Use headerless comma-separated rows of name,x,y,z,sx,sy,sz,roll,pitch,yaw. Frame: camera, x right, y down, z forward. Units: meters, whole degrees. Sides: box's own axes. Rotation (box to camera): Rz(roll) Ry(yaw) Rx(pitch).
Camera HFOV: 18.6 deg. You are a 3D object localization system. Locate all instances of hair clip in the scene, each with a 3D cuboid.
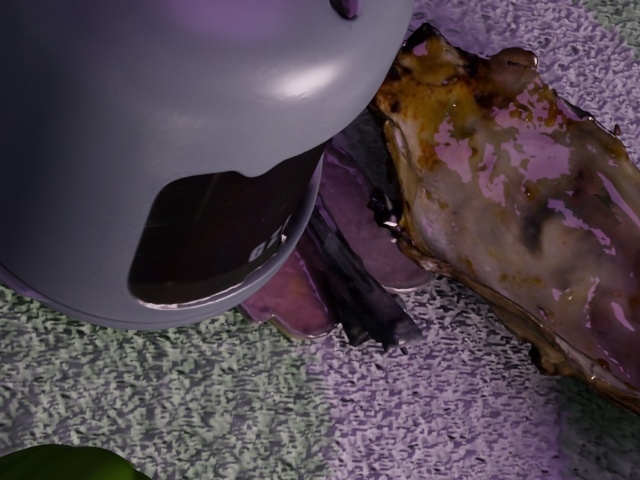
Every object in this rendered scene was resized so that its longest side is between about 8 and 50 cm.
hair clip,-0.003,0.004,1.293,0.146,0.056,0.187,-31,77,-31

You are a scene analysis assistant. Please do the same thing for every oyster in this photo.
oyster,0.170,0.005,1.349,0.361,0.096,0.221,35,54,-10

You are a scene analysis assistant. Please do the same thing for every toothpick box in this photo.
toothpick box,-0.089,-0.127,1.100,0.263,0.355,0.263,7,64,-13

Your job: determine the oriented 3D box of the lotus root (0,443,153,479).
lotus root,-0.141,0.178,1.096,0.186,0.186,0.186,10,66,-23
